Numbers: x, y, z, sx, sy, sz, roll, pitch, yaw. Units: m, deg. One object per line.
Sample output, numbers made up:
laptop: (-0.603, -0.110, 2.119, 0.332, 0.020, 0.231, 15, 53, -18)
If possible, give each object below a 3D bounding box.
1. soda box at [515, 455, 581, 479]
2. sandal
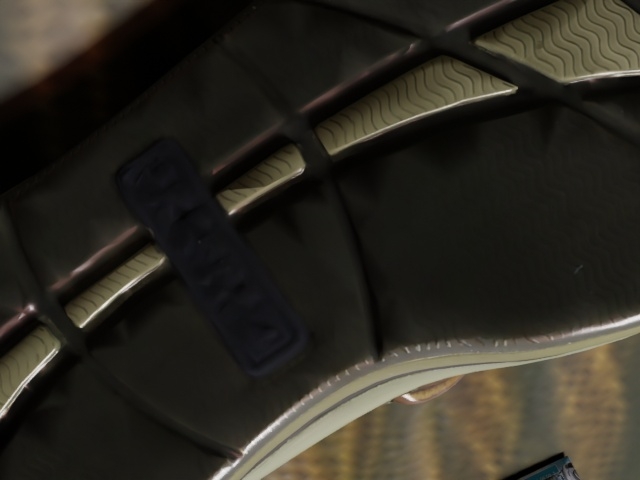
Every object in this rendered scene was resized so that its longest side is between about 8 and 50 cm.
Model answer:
soda box: (0.099, 0.165, 0.748, 0.063, 0.058, 0.183, -24, 146, -3)
sandal: (-0.002, -0.001, 0.450, 0.303, 0.120, 0.086, -27, 173, 4)
